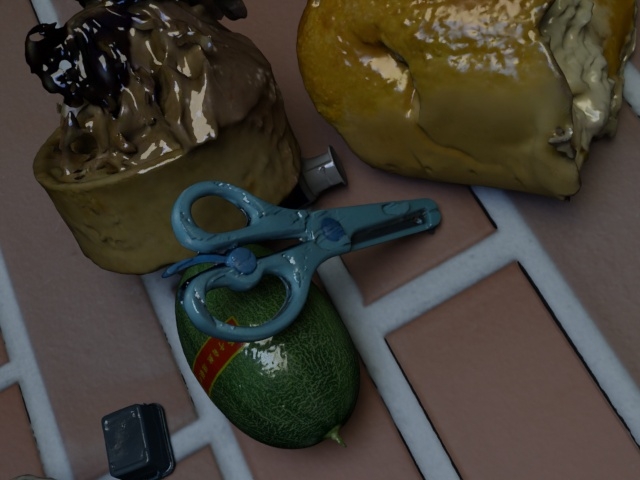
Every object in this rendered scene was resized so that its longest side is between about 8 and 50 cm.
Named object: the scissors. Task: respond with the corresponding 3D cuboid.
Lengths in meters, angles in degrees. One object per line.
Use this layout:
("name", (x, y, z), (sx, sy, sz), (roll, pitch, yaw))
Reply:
("scissors", (0.000, 0.000, 0.947), (0.032, 0.393, 0.180), (-35, 72, 50))

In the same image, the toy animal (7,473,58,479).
("toy animal", (-0.341, 0.407, 0.999), (0.307, 0.188, 0.266), (-54, 43, 5))

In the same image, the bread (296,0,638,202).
("bread", (0.166, -0.256, 1.019), (0.395, 0.250, 0.360), (11, 73, 22))

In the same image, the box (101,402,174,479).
("box", (-0.233, 0.254, 1.058), (0.074, 0.054, 0.099), (-22, 64, 7))

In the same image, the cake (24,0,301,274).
("cake", (-0.211, -0.169, 1.014), (0.333, 0.321, 0.332), (-15, 31, 10))

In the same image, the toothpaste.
("toothpaste", (-0.093, -0.046, 1.136), (0.266, 0.061, 0.096), (-25, 65, 14))

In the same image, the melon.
("melon", (-0.059, 0.127, 0.982), (0.182, 0.182, 0.287), (-41, 63, -1))
